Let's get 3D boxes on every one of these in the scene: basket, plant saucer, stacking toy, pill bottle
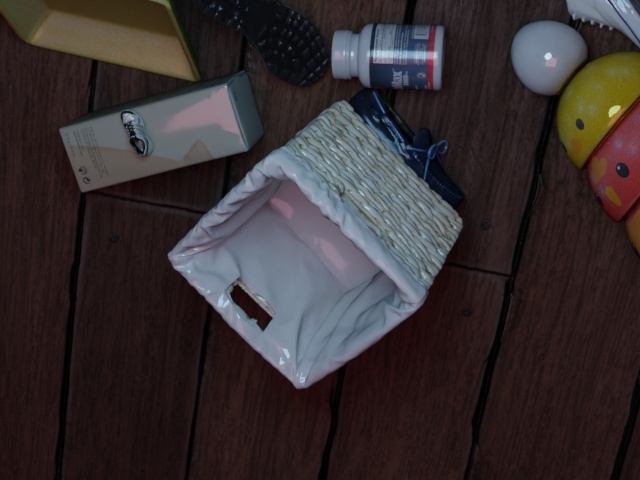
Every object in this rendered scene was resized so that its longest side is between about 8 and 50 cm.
[{"bbox_3d":[0.000,0.000,1.759,0.328,0.266,0.331,45,131,-6],"label":"basket"},{"bbox_3d":[-0.366,-0.383,1.753,0.333,0.333,0.081,13,78,5],"label":"plant saucer"},{"bbox_3d":[0.490,-0.173,1.694,0.480,0.351,0.350,41,111,15],"label":"stacking toy"},{"bbox_3d":[0.113,-0.302,1.774,0.180,0.108,0.108,3,108,10],"label":"pill bottle"}]

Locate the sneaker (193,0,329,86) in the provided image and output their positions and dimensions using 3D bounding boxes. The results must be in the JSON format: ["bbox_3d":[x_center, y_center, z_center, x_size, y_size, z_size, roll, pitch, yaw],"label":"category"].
[{"bbox_3d":[-0.098,-0.377,1.798,0.107,0.124,0.283,-43,121,13],"label":"sneaker"}]

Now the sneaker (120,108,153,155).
[{"bbox_3d":[-0.304,-0.177,1.772,0.032,0.037,0.083,-27,99,18],"label":"sneaker"}]

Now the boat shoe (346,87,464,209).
[{"bbox_3d":[0.152,-0.157,1.817,0.258,0.109,0.089,41,106,-7],"label":"boat shoe"}]

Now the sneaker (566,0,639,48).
[{"bbox_3d":[0.444,-0.381,1.712,0.258,0.094,0.091,48,127,-2],"label":"sneaker"}]

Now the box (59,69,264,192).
[{"bbox_3d":[-0.269,-0.189,1.859,0.311,0.148,0.121,-12,105,15],"label":"box"}]
